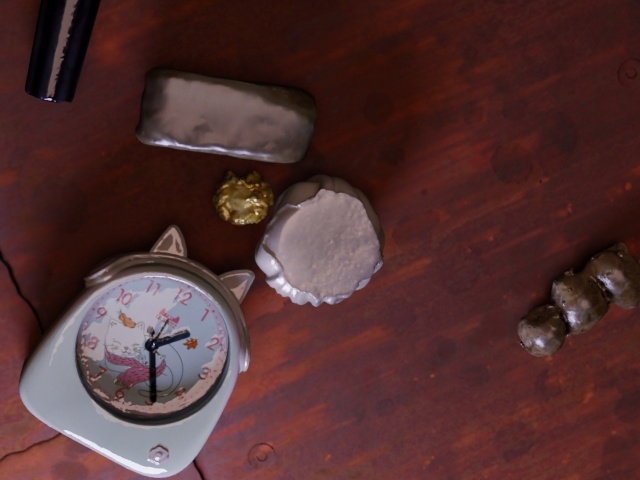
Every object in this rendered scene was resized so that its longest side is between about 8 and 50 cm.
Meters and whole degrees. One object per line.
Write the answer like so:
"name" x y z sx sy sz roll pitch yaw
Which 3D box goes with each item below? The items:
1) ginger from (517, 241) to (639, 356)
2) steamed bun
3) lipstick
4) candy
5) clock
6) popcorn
"ginger" 0.370 0.091 1.998 0.204 0.080 0.104 -32 112 -1
"steamed bun" 0.000 0.000 1.911 0.183 0.106 0.183 -3 106 -11
"lipstick" -0.299 -0.381 1.786 0.077 0.077 0.418 13 101 -11
"candy" -0.122 -0.166 1.852 0.234 0.102 0.104 8 103 -9
"clock" -0.230 0.142 1.914 0.265 0.108 0.324 33 97 -13
"popcorn" -0.106 -0.059 1.902 0.082 0.057 0.083 -33 82 12
